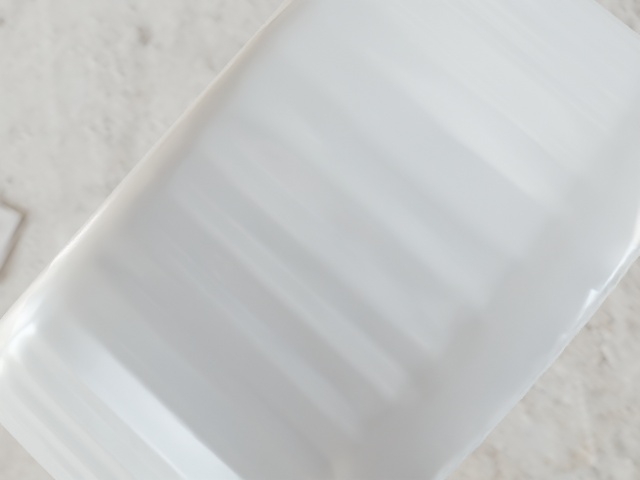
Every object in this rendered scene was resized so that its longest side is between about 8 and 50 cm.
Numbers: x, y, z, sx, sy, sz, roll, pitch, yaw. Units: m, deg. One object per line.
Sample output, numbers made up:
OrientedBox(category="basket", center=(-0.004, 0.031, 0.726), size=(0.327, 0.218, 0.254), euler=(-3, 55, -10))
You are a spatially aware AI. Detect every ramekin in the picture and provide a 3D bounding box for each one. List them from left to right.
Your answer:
OrientedBox(category="ramekin", center=(0.000, 0.000, 0.712), size=(0.135, 0.277, 0.277), euler=(42, 95, -4))
